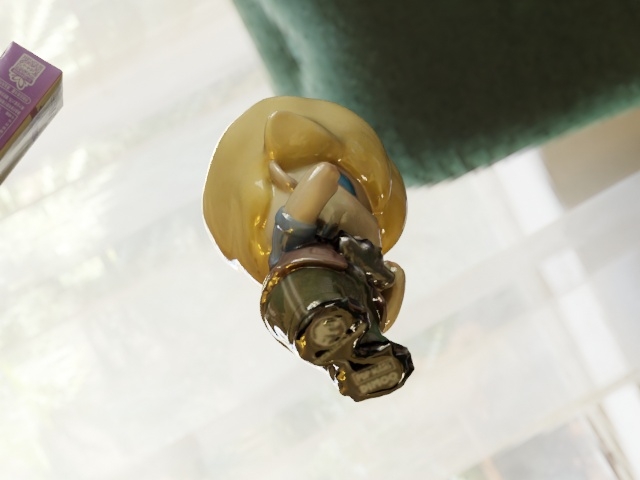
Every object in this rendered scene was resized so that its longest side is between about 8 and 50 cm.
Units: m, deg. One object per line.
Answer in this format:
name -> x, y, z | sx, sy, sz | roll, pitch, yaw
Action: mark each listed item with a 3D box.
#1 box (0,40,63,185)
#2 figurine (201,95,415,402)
box -> -0.188, -0.051, 0.958 | 0.036, 0.117, 0.050 | 33, 157, 5
figurine -> 0.000, 0.000, 0.874 | 0.114, 0.108, 0.196 | 37, -168, -24
